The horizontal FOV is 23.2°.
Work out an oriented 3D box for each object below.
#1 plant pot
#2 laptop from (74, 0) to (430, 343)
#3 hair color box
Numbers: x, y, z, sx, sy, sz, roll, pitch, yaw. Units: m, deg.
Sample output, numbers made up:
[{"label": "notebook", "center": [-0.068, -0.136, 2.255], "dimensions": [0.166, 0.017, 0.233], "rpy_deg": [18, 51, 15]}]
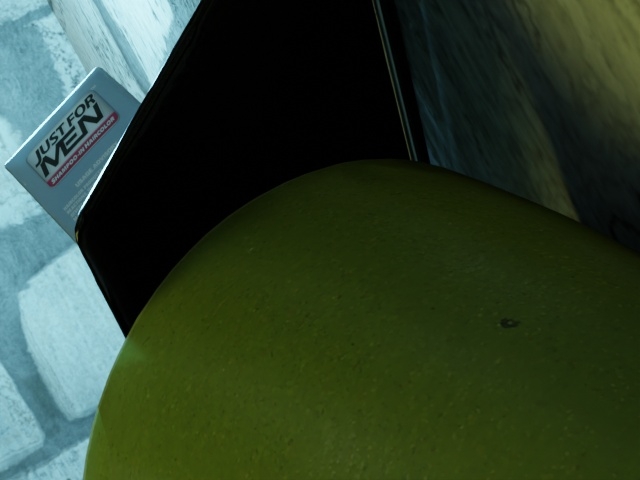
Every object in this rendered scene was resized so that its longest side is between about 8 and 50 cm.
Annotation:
[{"label": "plant pot", "center": [0.099, 0.119, 0.572], "dimensions": [0.293, 0.275, 0.274], "rpy_deg": [13, 134, 56]}, {"label": "laptop", "center": [-0.072, -0.059, 0.870], "dimensions": [0.408, 0.236, 0.382], "rpy_deg": [45, 162, 38]}, {"label": "hair color box", "center": [-0.058, 0.042, 1.171], "dimensions": [0.374, 0.113, 0.185], "rpy_deg": [43, 179, 34]}]
